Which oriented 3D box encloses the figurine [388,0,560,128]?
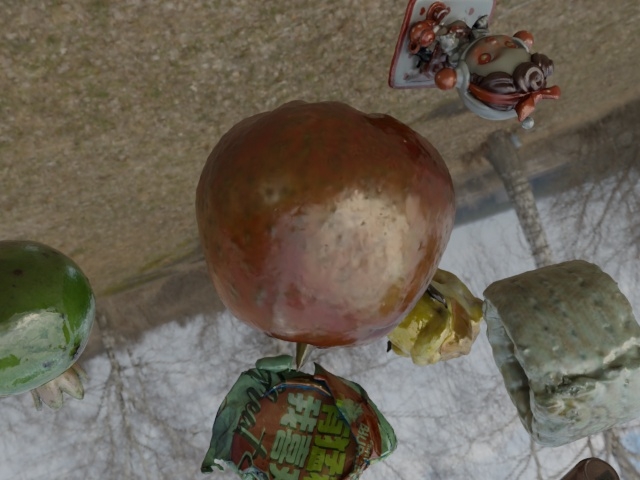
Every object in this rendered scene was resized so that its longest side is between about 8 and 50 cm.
[{"bbox_3d":[0.249,-0.251,0.958,0.183,0.226,0.160,-12,134,-30],"label":"figurine"}]

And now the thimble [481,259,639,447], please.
[{"bbox_3d":[0.400,0.183,1.055,0.195,0.291,0.291,-20,177,1],"label":"thimble"}]

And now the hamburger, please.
[{"bbox_3d":[-0.036,0.328,1.051,0.260,0.276,0.150,-51,153,-15],"label":"hamburger"}]

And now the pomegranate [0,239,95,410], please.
[{"bbox_3d":[-0.348,0.110,0.754,0.187,0.225,0.187,-8,-145,6],"label":"pomegranate"}]

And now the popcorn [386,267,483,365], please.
[{"bbox_3d":[0.268,0.201,1.644,0.281,0.316,0.297,-44,-158,29],"label":"popcorn"}]

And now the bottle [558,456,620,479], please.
[{"bbox_3d":[0.308,0.316,0.782,0.053,0.053,0.140,-17,143,-28],"label":"bottle"}]

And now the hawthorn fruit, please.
[{"bbox_3d":[0.000,0.000,0.975,0.403,0.402,0.403,-18,177,-1],"label":"hawthorn fruit"}]
